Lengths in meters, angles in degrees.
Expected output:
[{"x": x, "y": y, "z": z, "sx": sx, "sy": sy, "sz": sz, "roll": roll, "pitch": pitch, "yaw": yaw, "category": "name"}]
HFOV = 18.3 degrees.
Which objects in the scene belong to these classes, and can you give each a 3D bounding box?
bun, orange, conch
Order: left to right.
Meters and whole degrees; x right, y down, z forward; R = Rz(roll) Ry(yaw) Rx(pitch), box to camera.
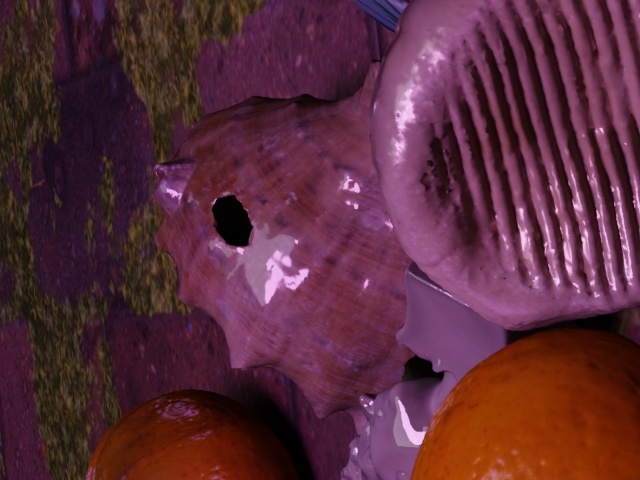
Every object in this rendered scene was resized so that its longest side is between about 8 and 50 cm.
[{"x": -0.110, "y": 0.242, "z": 1.689, "sx": 0.240, "sy": 0.171, "sz": 0.240, "roll": 22, "pitch": 115, "yaw": 62, "category": "orange"}, {"x": -0.010, "y": 0.004, "z": 1.380, "sx": 0.263, "sy": 0.186, "sz": 0.324, "roll": 65, "pitch": 159, "yaw": 20, "category": "conch"}, {"x": 0.126, "y": -0.068, "z": 1.050, "sx": 0.133, "sy": 0.231, "sz": 0.231, "roll": -106, "pitch": 18, "yaw": -70, "category": "bun"}, {"x": 0.147, "y": 0.153, "z": 1.045, "sx": 0.219, "sy": 0.193, "sz": 0.219, "roll": 58, "pitch": -172, "yaw": -13, "category": "orange"}]

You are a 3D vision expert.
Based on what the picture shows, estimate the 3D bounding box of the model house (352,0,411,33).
[{"x": 0.075, "y": -0.275, "z": 1.225, "sx": 0.324, "sy": 0.340, "sz": 0.300, "roll": 33, "pitch": 88, "yaw": 32, "category": "model house"}]

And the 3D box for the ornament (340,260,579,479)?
[{"x": 0.100, "y": 0.097, "z": 1.239, "sx": 0.130, "sy": 0.120, "sz": 0.285, "roll": 42, "pitch": 141, "yaw": 19, "category": "ornament"}]
